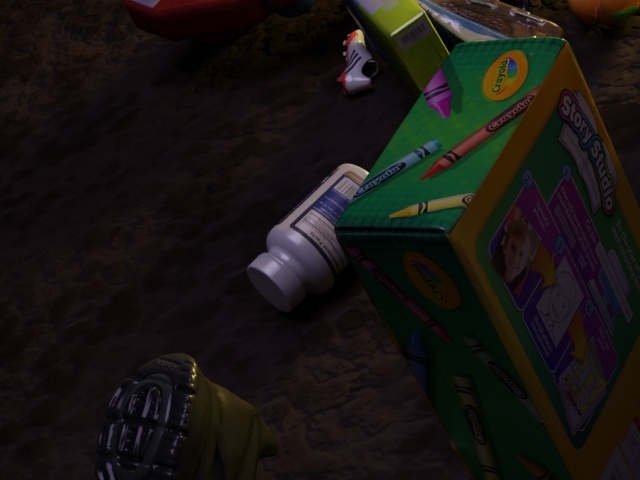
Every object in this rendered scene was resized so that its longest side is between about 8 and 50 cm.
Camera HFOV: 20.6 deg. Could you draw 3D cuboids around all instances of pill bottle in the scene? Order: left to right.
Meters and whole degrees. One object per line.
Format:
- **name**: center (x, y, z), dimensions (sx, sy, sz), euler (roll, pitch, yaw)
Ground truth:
- **pill bottle**: center (0.000, 0.000, 1.400), dimensions (0.120, 0.067, 0.067), euler (-44, 35, -20)

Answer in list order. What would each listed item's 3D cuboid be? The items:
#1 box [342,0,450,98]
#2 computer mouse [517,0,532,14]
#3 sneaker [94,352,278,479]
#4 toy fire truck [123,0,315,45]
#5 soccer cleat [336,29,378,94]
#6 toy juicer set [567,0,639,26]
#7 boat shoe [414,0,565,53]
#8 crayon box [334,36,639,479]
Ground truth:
- **box**: center (0.070, -0.181, 1.550), dimensions (0.042, 0.109, 0.178), euler (-34, 32, 1)
- **computer mouse**: center (0.125, -0.239, 1.662), dimensions (0.071, 0.041, 0.242), euler (-43, 40, -3)
- **sneaker**: center (-0.092, 0.223, 1.137), dimensions (0.109, 0.130, 0.286), euler (-5, 62, 45)
- **toy fire truck**: center (-0.047, -0.309, 1.763), dimensions (0.302, 0.169, 0.254), euler (-43, 34, -17)
- **soccer cleat**: center (0.038, -0.166, 1.635), dimensions (0.035, 0.029, 0.083), euler (-7, 42, 19)
- **toy juicer set**: center (0.256, -0.308, 1.582), dimensions (0.209, 0.089, 0.329), euler (-41, 42, 20)
- **boat shoe**: center (0.146, -0.188, 1.542), dimensions (0.066, 0.066, 0.183), euler (-43, 44, -9)
- **crayon box**: center (0.129, 0.038, 1.047), dimensions (0.081, 0.278, 0.165), euler (1, 44, 38)
